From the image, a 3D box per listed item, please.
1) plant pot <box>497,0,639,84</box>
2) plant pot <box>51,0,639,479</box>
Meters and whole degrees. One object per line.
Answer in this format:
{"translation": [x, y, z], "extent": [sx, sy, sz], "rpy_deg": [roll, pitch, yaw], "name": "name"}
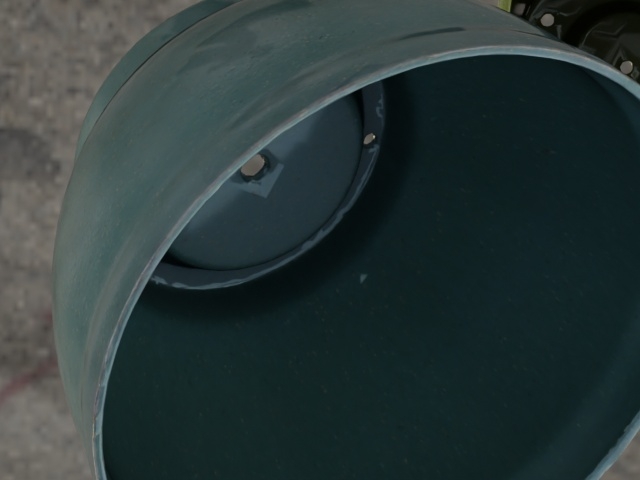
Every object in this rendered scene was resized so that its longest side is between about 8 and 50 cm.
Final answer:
{"translation": [0.310, -0.168, 1.729], "extent": [0.366, 0.367, 0.353], "rpy_deg": [-1, 180, -5], "name": "plant pot"}
{"translation": [0.000, 0.000, 0.878], "extent": [0.293, 0.196, 0.293], "rpy_deg": [-16, 128, -21], "name": "plant pot"}
